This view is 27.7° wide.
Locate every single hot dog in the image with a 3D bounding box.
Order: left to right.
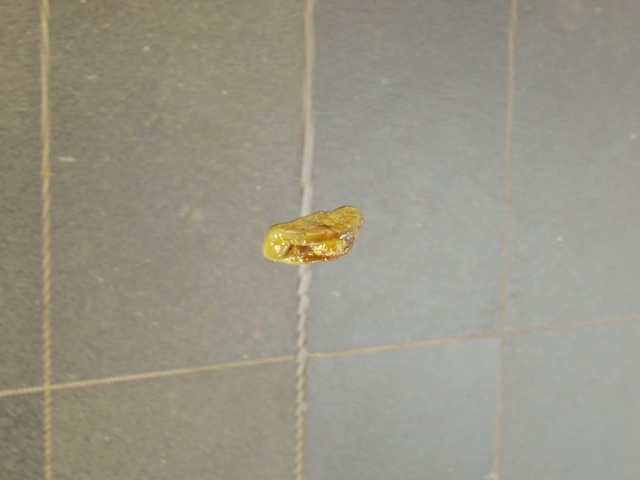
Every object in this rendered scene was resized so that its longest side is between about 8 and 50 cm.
[{"bbox_3d":[0.000,0.000,0.970,0.090,0.034,0.030,-15,135,-36],"label":"hot dog"}]
